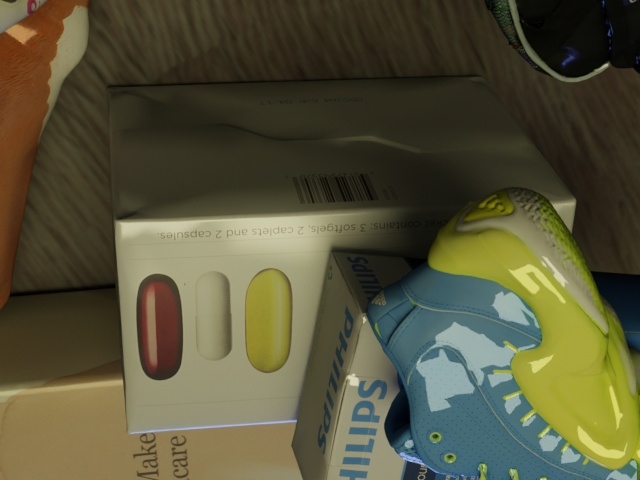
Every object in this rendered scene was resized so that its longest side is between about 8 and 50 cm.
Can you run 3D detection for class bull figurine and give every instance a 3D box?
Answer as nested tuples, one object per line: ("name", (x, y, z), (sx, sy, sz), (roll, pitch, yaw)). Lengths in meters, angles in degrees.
("bull figurine", (-0.243, -0.084, 0.789), (0.188, 0.101, 0.311), (13, 113, -12))

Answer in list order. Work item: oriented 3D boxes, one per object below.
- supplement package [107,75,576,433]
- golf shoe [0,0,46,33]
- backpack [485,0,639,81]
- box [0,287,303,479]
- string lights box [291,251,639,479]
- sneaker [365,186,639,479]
("supplement package", (0.000, 0.000, 0.813), (0.261, 0.204, 0.145), (-3, 119, -8))
("golf shoe", (-0.260, -0.198, 0.687), (0.120, 0.273, 0.105), (-25, 159, -43))
("backpack", (0.146, -0.225, 0.649), (0.225, 0.191, 0.253), (-37, 159, 9))
("box", (-0.105, 0.117, 0.905), (0.311, 0.121, 0.148), (-6, 119, -7))
("string lights box", (0.125, 0.088, 0.722), (0.259, 0.077, 0.133), (5, 115, -15))
("sneaker", (0.107, 0.089, 0.635), (0.126, 0.091, 0.240), (-29, 109, 13))
